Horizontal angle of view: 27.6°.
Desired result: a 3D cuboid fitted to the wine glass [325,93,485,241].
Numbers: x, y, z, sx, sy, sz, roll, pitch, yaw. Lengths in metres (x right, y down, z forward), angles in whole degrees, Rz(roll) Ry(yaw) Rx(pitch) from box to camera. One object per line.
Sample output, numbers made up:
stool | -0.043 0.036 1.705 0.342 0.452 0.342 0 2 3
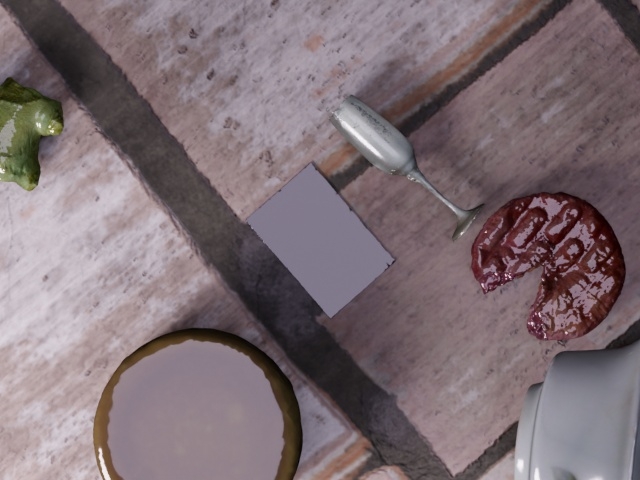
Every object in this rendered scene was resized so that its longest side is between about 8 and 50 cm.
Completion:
wine glass | 0.116 -0.111 1.858 0.262 0.074 0.074 42 87 0

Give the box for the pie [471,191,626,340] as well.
pie | 0.329 0.035 1.870 0.204 0.054 0.218 -34 88 -3

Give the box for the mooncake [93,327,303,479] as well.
mooncake | -0.164 0.259 1.788 0.284 0.155 0.284 0 89 -5

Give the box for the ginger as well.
ginger | -0.474 -0.100 1.822 0.290 0.089 0.137 -43 109 -7

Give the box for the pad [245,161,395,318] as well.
pad | 0.000 0.000 1.880 0.127 0.004 0.190 -41 91 -3

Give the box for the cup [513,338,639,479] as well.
cup | 0.354 0.287 1.748 0.163 0.347 0.347 4 88 19
